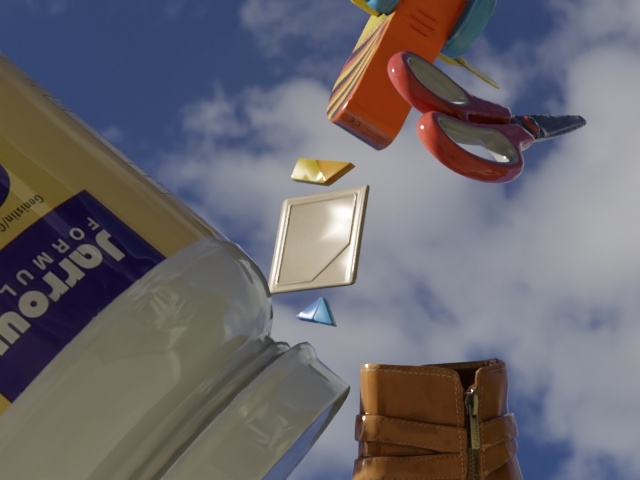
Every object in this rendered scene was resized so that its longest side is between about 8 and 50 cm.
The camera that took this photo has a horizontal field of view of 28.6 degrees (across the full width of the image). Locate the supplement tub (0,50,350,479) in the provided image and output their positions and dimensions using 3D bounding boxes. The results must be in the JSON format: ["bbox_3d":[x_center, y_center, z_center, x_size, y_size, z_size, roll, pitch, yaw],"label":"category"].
[{"bbox_3d":[-0.176,0.046,0.632,0.331,0.241,0.241,39,-55,8],"label":"supplement tub"}]

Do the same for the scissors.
[{"bbox_3d":[0.147,-0.072,0.910,0.021,0.109,0.297,-46,-31,24],"label":"scissors"}]

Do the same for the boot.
[{"bbox_3d":[0.045,0.195,0.865,0.283,0.220,0.109,-2,1,-36],"label":"boot"}]

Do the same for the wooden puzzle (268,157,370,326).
[{"bbox_3d":[0.000,0.000,0.785,0.079,0.116,0.014,-3,-27,41],"label":"wooden puzzle"}]

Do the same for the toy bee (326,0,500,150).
[{"bbox_3d":[0.098,-0.211,1.127,0.298,0.162,0.195,-40,-80,-10],"label":"toy bee"}]
